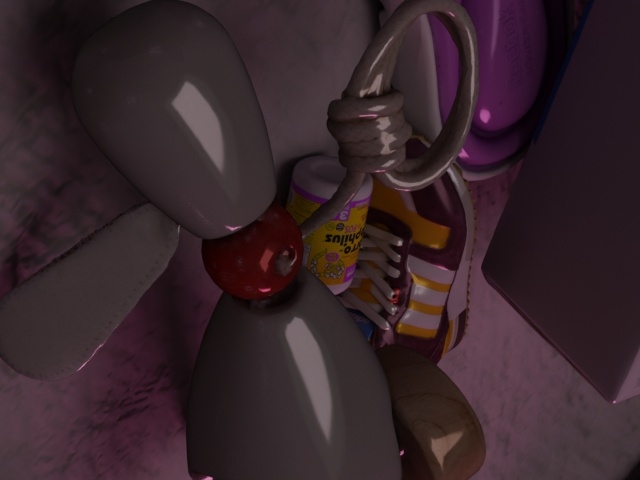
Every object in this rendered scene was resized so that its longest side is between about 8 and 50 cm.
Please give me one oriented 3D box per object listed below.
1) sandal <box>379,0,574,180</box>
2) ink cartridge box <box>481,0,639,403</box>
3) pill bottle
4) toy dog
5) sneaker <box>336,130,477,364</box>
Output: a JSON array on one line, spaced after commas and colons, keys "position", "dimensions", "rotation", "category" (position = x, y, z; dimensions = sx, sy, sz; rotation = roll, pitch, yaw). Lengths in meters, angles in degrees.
[{"position": [0.093, -0.187, 0.796], "dimensions": [0.169, 0.102, 0.416], "rotation": [-44, 144, -21], "category": "sandal"}, {"position": [0.274, -0.056, 0.965], "dimensions": [0.307, 0.129, 0.223], "rotation": [-14, 137, -35], "category": "ink cartridge box"}, {"position": [0.000, 0.000, 0.874], "dimensions": [0.043, 0.043, 0.083], "rotation": [-18, 129, -44], "category": "pill bottle"}, {"position": [-0.045, 0.035, 0.791], "dimensions": [0.220, 0.161, 0.334], "rotation": [-19, 115, -38], "category": "toy dog"}, {"position": [0.039, 0.021, 0.916], "dimensions": [0.084, 0.069, 0.185], "rotation": [-43, 142, -30], "category": "sneaker"}]
